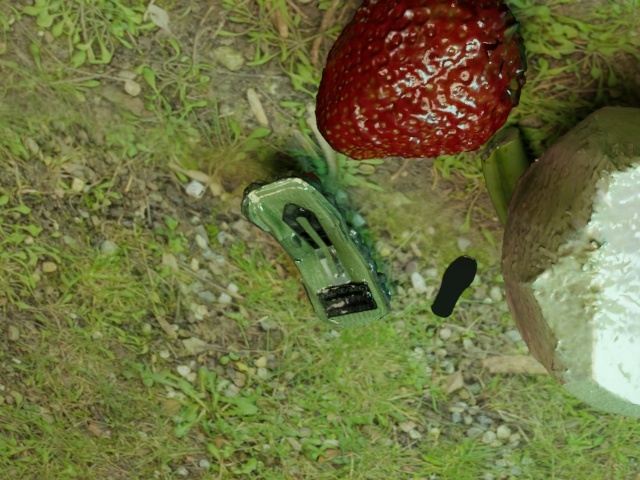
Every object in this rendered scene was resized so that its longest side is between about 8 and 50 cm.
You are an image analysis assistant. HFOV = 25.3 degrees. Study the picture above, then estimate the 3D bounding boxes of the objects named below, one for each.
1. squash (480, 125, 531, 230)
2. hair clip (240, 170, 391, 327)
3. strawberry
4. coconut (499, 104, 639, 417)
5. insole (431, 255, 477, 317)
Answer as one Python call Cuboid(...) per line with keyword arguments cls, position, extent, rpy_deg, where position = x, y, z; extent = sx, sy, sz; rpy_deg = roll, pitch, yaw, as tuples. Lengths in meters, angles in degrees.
Cuboid(cls="squash", position=(0.291, -0.044, 2.005), extent=(0.083, 0.083, 0.250), rpy_deg=(-15, 119, 28))
Cuboid(cls="hair clip", position=(0.000, -0.001, 2.125), extent=(0.138, 0.091, 0.321), rpy_deg=(-16, 134, 18))
Cuboid(cls="strawberry", position=(0.120, -0.208, 1.807), extent=(0.288, 0.238, 0.250), rpy_deg=(-30, 106, 8))
Cuboid(cls="coconut", position=(0.422, 0.016, 1.844), extent=(0.404, 0.405, 0.405), rpy_deg=(9, 130, 11))
Cuboid(cls="insole", position=(0.203, 0.071, 2.172), extent=(0.045, 0.002, 0.135), rpy_deg=(22, 131, 1))
